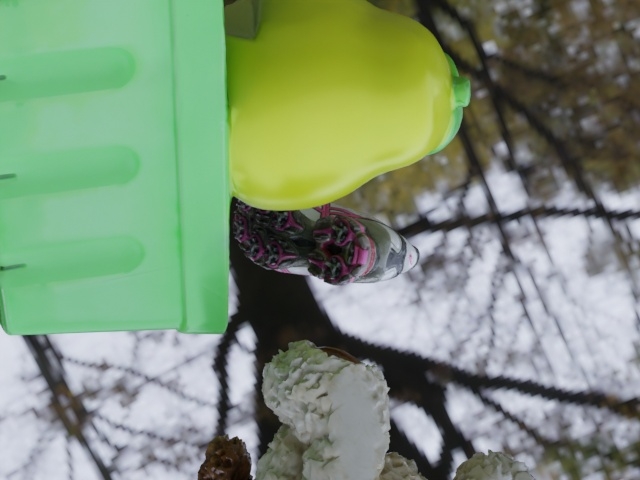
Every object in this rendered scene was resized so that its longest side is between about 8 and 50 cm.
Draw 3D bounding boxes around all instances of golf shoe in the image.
[{"bbox_3d":[0.000,0.000,1.389,0.086,0.067,0.186,6,-168,-43],"label":"golf shoe"}]

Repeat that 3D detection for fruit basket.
[{"bbox_3d":[-0.096,-0.122,1.225,0.392,0.392,0.283,-29,-134,-11],"label":"fruit basket"}]

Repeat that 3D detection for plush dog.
[{"bbox_3d":[0.017,0.229,1.300,0.211,0.262,0.225,-63,-168,-23],"label":"plush dog"}]
